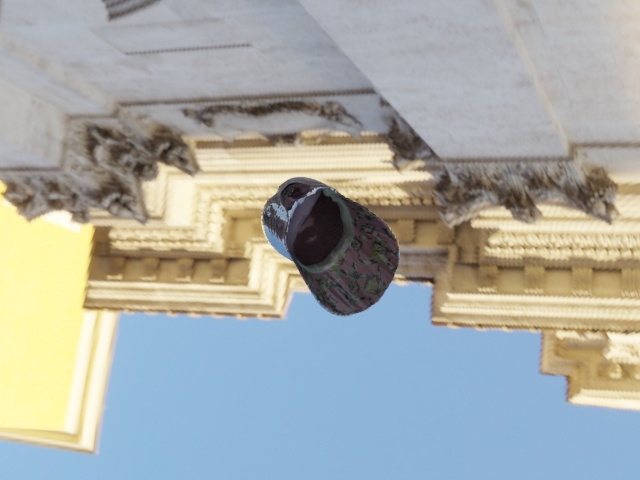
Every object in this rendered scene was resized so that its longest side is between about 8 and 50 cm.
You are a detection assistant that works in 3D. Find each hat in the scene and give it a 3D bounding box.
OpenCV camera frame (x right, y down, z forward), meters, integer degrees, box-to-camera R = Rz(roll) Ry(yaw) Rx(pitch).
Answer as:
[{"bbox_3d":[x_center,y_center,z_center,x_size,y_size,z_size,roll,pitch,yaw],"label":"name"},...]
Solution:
[{"bbox_3d":[0.001,0.002,0.573,0.058,0.087,0.042,-51,-156,-7],"label":"hat"}]
